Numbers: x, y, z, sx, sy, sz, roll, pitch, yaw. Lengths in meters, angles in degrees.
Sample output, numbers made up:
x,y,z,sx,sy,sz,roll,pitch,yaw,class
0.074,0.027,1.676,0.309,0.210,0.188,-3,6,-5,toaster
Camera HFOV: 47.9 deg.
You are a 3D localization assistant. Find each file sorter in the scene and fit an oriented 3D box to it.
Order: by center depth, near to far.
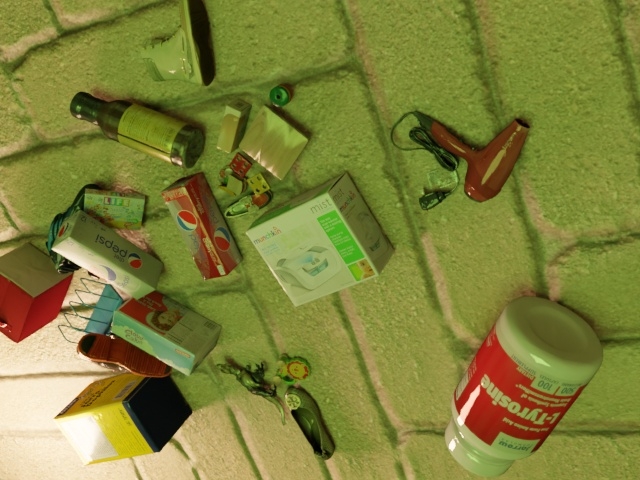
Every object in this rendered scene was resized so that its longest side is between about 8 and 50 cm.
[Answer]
x,y,z,sx,sy,sz,roll,pitch,yaw,class
-0.670,0.209,2.087,0.118,0.104,0.170,34,99,48,file sorter

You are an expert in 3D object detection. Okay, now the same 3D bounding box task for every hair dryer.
x,y,z,sx,sy,sz,roll,pitch,yaw,class
0.296,-0.180,1.501,0.294,0.080,0.223,-14,109,30,hair dryer

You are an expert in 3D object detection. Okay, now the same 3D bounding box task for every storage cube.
x,y,z,sx,sy,sz,roll,pitch,yaw,class
-0.896,0.153,2.171,0.184,0.215,0.193,34,119,6,storage cube

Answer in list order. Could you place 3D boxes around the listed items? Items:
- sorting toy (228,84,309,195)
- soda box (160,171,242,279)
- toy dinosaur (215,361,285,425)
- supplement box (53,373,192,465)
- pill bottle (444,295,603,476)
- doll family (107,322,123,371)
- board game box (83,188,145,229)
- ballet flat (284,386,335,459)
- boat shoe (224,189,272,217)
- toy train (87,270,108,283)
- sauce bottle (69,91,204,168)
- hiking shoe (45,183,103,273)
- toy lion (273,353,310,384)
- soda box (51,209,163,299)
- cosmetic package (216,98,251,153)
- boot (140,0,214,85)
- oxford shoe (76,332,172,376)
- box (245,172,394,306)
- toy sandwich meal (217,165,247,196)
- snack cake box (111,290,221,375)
x,y,z,sx,sy,sz,roll,pitch,yaw,class
-0.107,-0.228,1.685,0.132,0.046,0.274,38,125,2,sorting toy
-0.302,-0.035,1.854,0.083,0.092,0.263,-12,111,31,soda box
-0.175,0.418,2.064,0.268,0.064,0.118,42,140,-1,toy dinosaur
-0.620,0.549,2.263,0.357,0.195,0.194,-18,107,31,supplement box
0.438,0.343,1.630,0.229,0.229,0.407,27,125,10,pill bottle
-0.610,0.291,2.179,0.263,0.118,0.163,-22,120,42,doll family
-0.557,-0.083,1.938,0.154,0.026,0.103,5,125,-18,board game box
-0.033,0.528,2.057,0.084,0.058,0.250,-16,109,31,ballet flat
-0.180,-0.090,1.798,0.137,0.043,0.049,-19,105,31,boat shoe
-0.616,0.112,2.117,0.158,0.036,0.027,16,122,17,toy train
-0.458,-0.283,1.781,0.344,0.111,0.111,23,124,12,sauce bottle
-0.706,-0.049,2.028,0.132,0.113,0.304,44,118,23,hiking shoe
-0.076,0.364,2.008,0.096,0.034,0.100,19,124,6,toy lion
-0.571,0.044,1.950,0.091,0.098,0.286,-26,132,34,soda box
-0.204,-0.270,1.700,0.041,0.060,0.115,27,126,10,cosmetic package
-0.336,-0.462,1.648,0.165,0.077,0.213,9,123,23,boot
-0.558,0.331,2.056,0.271,0.097,0.098,22,151,-17,oxford shoe
0.000,0.000,1.714,0.262,0.127,0.231,-22,107,34,box
-0.222,-0.145,1.795,0.086,0.029,0.085,11,121,20,toy sandwich meal
-0.436,0.252,2.039,0.264,0.152,0.089,28,125,10,snack cake box
